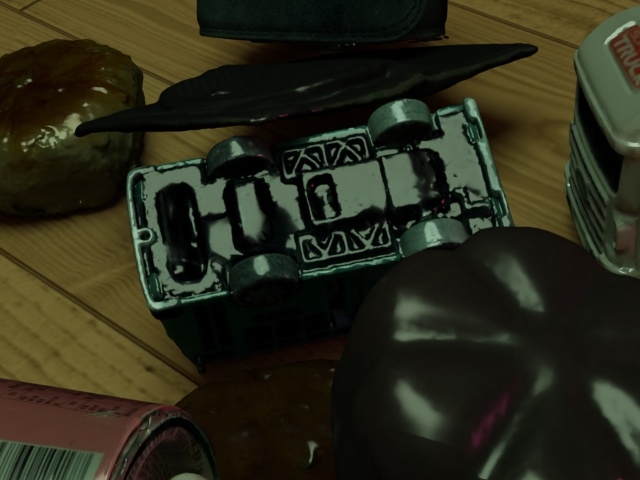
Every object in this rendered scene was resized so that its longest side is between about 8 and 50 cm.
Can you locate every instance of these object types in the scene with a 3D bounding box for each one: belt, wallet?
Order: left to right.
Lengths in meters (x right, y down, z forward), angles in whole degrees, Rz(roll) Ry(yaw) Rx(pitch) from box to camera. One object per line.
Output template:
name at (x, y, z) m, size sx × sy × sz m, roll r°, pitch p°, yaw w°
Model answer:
wallet at (-0.015, -0.125, 1.161) m, size 0.323 × 0.041 × 0.247 m, roll -18°, pitch 16°, yaw -42°
belt at (0.008, -0.226, 1.268) m, size 0.206 × 0.116 × 0.267 m, roll -9°, pitch 13°, yaw -37°

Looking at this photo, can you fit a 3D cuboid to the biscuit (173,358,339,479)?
biscuit at (-0.012, 0.141, 0.924) m, size 0.212 × 0.036 × 0.212 m, roll 2°, pitch 29°, yaw -1°

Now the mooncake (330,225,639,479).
mooncake at (0.122, 0.102, 0.862) m, size 0.245 × 0.133 × 0.245 m, roll 7°, pitch 46°, yaw -7°

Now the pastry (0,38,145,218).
pastry at (-0.246, -0.105, 1.267) m, size 0.182 × 0.093 × 0.192 m, roll -11°, pitch 39°, yaw 4°

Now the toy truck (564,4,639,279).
toy truck at (0.369, -0.096, 1.015) m, size 0.387 × 0.207 × 0.173 m, roll -12°, pitch 39°, yaw 0°

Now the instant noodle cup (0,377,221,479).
instant noodle cup at (-0.198, 0.171, 0.802) m, size 0.255 × 0.244 × 0.244 m, roll 1°, pitch 40°, yaw 18°

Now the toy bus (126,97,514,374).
toy bus at (0.000, 0.000, 1.034) m, size 0.256 × 0.147 × 0.128 m, roll -12°, pitch 61°, yaw -2°

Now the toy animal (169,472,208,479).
toy animal at (-0.095, 0.284, 0.569) m, size 0.180 × 0.363 × 0.181 m, roll -10°, pitch -3°, yaw -25°
